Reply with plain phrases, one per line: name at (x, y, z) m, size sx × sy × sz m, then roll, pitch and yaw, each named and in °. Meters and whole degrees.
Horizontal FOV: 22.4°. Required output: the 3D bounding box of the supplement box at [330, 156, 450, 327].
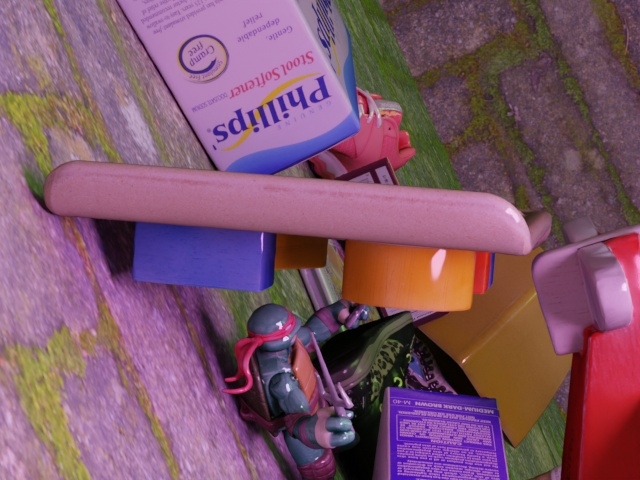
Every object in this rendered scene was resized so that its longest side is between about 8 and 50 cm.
supplement box at (0.083, 0.010, 1.924) m, size 0.104 × 0.080 × 0.188 m, roll -110°, pitch 177°, yaw -46°

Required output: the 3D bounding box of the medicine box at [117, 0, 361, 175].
medicine box at (-0.089, -0.245, 1.610) m, size 0.289 × 0.149 × 0.263 m, roll 60°, pitch 12°, yaw -25°

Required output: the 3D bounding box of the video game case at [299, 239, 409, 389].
video game case at (0.034, 0.086, 1.815) m, size 0.206 × 0.026 × 0.227 m, roll 68°, pitch 11°, yaw 11°

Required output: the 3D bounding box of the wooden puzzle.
wooden puzzle at (0.000, 0.000, 1.187) m, size 0.348 × 0.322 × 0.080 m, roll 5°, pitch 90°, yaw -80°

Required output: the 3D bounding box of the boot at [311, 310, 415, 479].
boot at (0.066, 0.176, 1.618) m, size 0.179 × 0.085 × 0.236 m, roll 67°, pitch 20°, yaw -5°

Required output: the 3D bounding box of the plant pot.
plant pot at (0.219, 0.096, 2.057) m, size 0.212 × 0.187 × 0.212 m, roll 43°, pitch -9°, yaw 44°

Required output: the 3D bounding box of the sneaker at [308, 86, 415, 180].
sneaker at (0.026, -0.157, 2.003) m, size 0.314 × 0.136 × 0.116 m, roll 45°, pitch 22°, yaw -61°

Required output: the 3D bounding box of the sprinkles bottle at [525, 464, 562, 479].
sprinkles bottle at (0.335, 0.306, 1.900) m, size 0.121 × 0.355 × 0.121 m, roll 61°, pitch 12°, yaw -23°

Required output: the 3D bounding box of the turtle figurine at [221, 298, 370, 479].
turtle figurine at (-0.009, 0.116, 1.306) m, size 0.175 × 0.118 × 0.234 m, roll -76°, pitch 161°, yaw -45°

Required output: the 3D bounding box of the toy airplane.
toy airplane at (0.289, 0.160, 1.297) m, size 0.384 × 0.272 × 0.386 m, roll 94°, pitch 1°, yaw -58°

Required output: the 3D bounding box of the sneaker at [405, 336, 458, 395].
sneaker at (0.142, 0.190, 2.017) m, size 0.073 × 0.063 × 0.162 m, roll -22°, pitch 88°, yaw -82°

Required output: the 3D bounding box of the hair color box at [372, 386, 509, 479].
hair color box at (0.090, 0.273, 1.273) m, size 0.339 × 0.110 × 0.185 m, roll -81°, pitch 177°, yaw -69°
